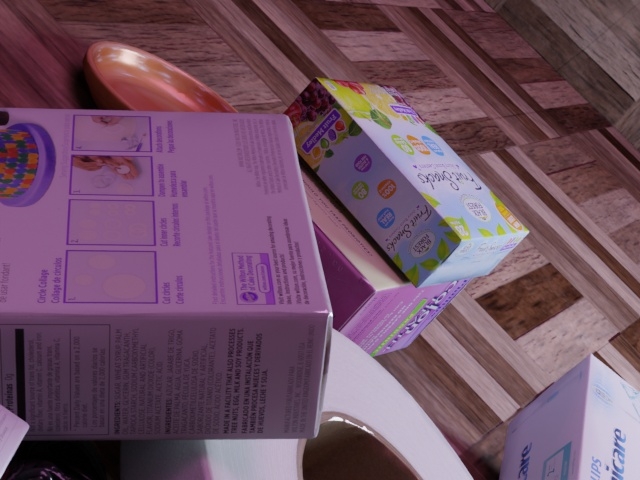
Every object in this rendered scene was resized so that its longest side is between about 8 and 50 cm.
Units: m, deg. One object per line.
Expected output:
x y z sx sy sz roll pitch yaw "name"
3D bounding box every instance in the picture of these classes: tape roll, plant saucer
0.026 0.221 1.007 0.392 0.072 0.392 44 23 -25 "tape roll"
-0.150 -0.125 1.495 0.200 0.037 0.200 30 19 -12 "plant saucer"

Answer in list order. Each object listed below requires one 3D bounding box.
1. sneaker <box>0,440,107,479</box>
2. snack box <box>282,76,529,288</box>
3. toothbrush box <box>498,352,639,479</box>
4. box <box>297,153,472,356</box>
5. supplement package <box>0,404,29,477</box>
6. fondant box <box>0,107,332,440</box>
-0.148 0.169 0.829 0.097 0.135 0.276 34 21 -13 "sneaker"
0.078 -0.056 1.410 0.207 0.070 0.174 50 22 16 "snack box"
0.305 0.279 1.365 0.295 0.126 0.216 37 32 -8 "toothbrush box"
0.000 0.000 1.427 0.213 0.117 0.243 48 23 16 "box"
-0.291 0.093 0.723 0.244 0.139 0.134 38 23 -10 "supplement package"
-0.172 0.013 0.920 0.330 0.096 0.238 2 32 -9 "fondant box"
